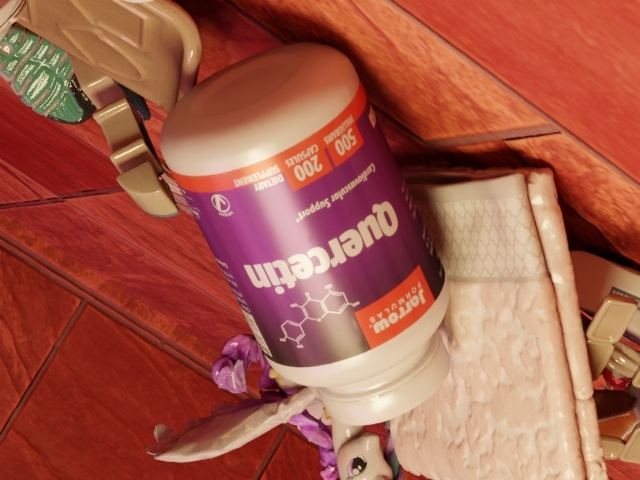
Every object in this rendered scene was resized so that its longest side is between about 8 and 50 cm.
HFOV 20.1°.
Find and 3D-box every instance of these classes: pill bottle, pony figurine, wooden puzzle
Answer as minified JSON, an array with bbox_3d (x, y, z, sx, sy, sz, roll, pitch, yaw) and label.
[{"bbox_3d":[0.000,0.000,1.591,0.181,0.181,0.323,14,136,55],"label":"pill bottle"},{"bbox_3d":[-0.018,0.155,2.106,0.303,0.363,0.351,-10,-174,-32],"label":"pony figurine"},{"bbox_3d":[-0.244,-0.251,1.675,0.348,0.080,0.322,35,168,0],"label":"wooden puzzle"}]

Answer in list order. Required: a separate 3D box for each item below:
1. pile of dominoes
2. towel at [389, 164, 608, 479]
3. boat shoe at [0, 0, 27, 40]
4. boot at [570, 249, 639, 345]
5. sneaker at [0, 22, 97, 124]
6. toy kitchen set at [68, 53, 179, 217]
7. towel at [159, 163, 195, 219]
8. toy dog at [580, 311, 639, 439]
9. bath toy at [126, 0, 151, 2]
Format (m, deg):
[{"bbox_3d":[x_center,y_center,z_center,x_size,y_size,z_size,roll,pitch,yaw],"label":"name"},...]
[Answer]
[{"bbox_3d":[0.313,0.118,1.611,0.196,0.040,0.251,10,140,-7],"label":"pile of dominoes"},{"bbox_3d":[0.138,0.086,1.677,0.053,0.317,0.332,-13,-173,-24],"label":"towel"},{"bbox_3d":[-0.274,-0.190,1.400,0.096,0.088,0.267,12,-148,-3],"label":"boat shoe"},{"bbox_3d":[0.306,0.065,1.676,0.190,0.069,0.086,30,-177,15],"label":"boot"},{"bbox_3d":[-0.351,-0.225,2.102,0.224,0.083,0.098,39,-171,-26],"label":"sneaker"},{"bbox_3d":[-0.150,-0.133,1.965,0.207,0.166,0.122,66,-176,25],"label":"toy kitchen set"},{"bbox_3d":[-0.130,-0.034,2.429,0.144,0.029,0.197,23,168,35],"label":"towel"},{"bbox_3d":[0.222,0.142,1.795,0.220,0.161,0.334,29,-175,-41],"label":"toy dog"},{"bbox_3d":[-0.222,-0.271,1.354,0.348,0.151,0.129,22,173,15],"label":"bath toy"}]
